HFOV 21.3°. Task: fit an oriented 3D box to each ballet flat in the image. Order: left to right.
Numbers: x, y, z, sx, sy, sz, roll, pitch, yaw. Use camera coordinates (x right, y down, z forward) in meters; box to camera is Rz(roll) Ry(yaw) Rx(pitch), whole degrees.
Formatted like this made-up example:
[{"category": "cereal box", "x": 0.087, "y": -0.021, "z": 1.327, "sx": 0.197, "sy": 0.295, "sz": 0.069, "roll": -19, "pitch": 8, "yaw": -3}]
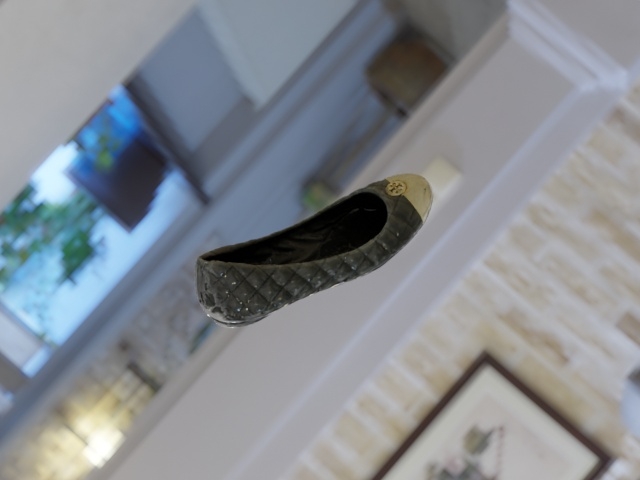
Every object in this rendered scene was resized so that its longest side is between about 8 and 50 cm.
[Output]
[{"category": "ballet flat", "x": 0.000, "y": 0.000, "z": 1.064, "sx": 0.057, "sy": 0.173, "sz": 0.049, "roll": 39, "pitch": 149, "yaw": 45}]
